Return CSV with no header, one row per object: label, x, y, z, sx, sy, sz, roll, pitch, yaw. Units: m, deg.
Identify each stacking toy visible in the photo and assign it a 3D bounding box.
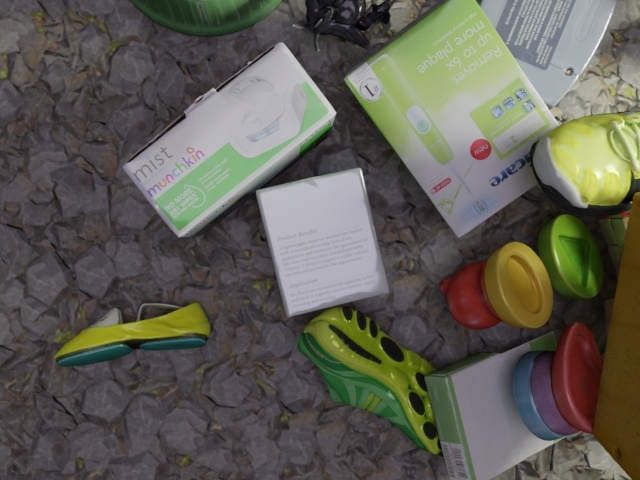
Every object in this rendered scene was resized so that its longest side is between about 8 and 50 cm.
stacking toy,0.332,0.123,1.192,0.279,0.130,0.309,-36,99,-44

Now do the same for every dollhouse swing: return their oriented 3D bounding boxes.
dollhouse swing,0.532,0.125,0.971,0.305,0.315,0.346,-2,111,-12

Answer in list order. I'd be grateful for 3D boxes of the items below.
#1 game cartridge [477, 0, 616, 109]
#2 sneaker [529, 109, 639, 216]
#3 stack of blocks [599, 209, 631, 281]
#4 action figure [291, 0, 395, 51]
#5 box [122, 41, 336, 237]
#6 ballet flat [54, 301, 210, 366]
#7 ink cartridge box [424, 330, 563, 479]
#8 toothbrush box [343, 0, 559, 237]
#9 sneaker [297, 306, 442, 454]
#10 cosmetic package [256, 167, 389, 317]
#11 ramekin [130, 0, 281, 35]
game cartridge,0.343,-0.360,1.221,0.196,0.060,0.294,23,90,1
sneaker,0.444,-0.129,1.045,0.385,0.147,0.145,-9,68,-24
stack of blocks,0.550,0.042,1.219,0.171,0.087,0.297,-17,92,-2
action figure,0.049,-0.369,1.169,0.164,0.141,0.275,41,74,-5
box,-0.119,-0.132,1.118,0.262,0.231,0.127,-38,92,-2
ballet flat,-0.282,0.136,1.203,0.231,0.077,0.077,-9,70,-5
ink cartridge box,0.278,0.250,1.216,0.235,0.056,0.171,-16,93,-34
toothbrush box,0.195,-0.183,1.151,0.206,0.122,0.283,-35,102,9
sneaker,0.086,0.210,1.205,0.295,0.123,0.109,45,51,-16
cosmetic package,0.000,0.000,1.164,0.151,0.151,0.183,-13,92,-3
ramekin,-0.172,-0.462,1.149,0.303,0.148,0.303,0,91,-2
